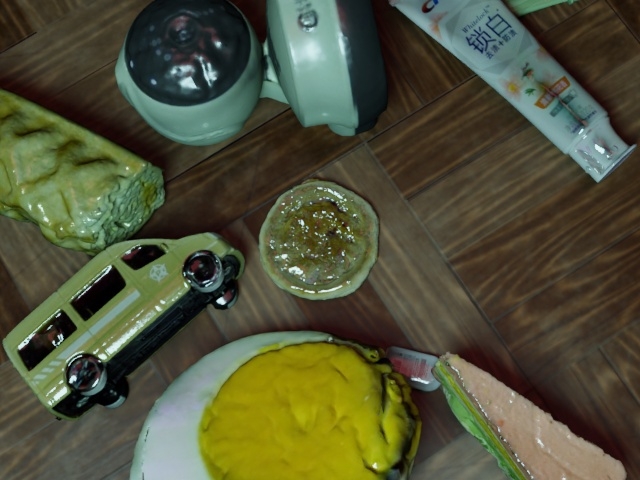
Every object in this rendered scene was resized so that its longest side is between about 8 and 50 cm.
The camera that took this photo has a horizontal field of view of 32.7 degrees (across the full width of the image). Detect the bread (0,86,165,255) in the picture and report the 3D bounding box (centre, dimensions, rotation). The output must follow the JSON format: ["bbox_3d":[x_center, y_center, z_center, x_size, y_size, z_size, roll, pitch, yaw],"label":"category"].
[{"bbox_3d":[-0.313,-0.084,1.182,0.268,0.152,0.130,26,99,11],"label":"bread"}]

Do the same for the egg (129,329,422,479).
[{"bbox_3d":[-0.035,0.230,1.076,0.264,0.174,0.286,7,48,18],"label":"egg"}]

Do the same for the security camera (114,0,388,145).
[{"bbox_3d":[-0.079,-0.197,1.179,0.277,0.191,0.197,-13,76,0],"label":"security camera"}]

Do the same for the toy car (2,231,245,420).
[{"bbox_3d":[-0.205,0.071,1.157,0.257,0.101,0.124,-42,73,-7],"label":"toy car"}]

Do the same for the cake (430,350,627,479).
[{"bbox_3d":[0.206,0.189,1.089,0.090,0.109,0.225,-38,83,-9],"label":"cake"}]

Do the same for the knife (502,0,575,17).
[{"bbox_3d":[0.266,-0.289,1.274,0.293,0.020,0.043,-16,73,-2],"label":"knife"}]

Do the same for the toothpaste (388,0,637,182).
[{"bbox_3d":[0.217,-0.199,1.224,0.100,0.066,0.323,-44,78,2],"label":"toothpaste"}]

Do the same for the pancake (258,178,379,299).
[{"bbox_3d":[0.000,0.000,1.206,0.139,0.022,0.139,-1,75,2],"label":"pancake"}]

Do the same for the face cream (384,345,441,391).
[{"bbox_3d":[0.107,0.139,1.162,0.083,0.021,0.040,13,76,7],"label":"face cream"}]
